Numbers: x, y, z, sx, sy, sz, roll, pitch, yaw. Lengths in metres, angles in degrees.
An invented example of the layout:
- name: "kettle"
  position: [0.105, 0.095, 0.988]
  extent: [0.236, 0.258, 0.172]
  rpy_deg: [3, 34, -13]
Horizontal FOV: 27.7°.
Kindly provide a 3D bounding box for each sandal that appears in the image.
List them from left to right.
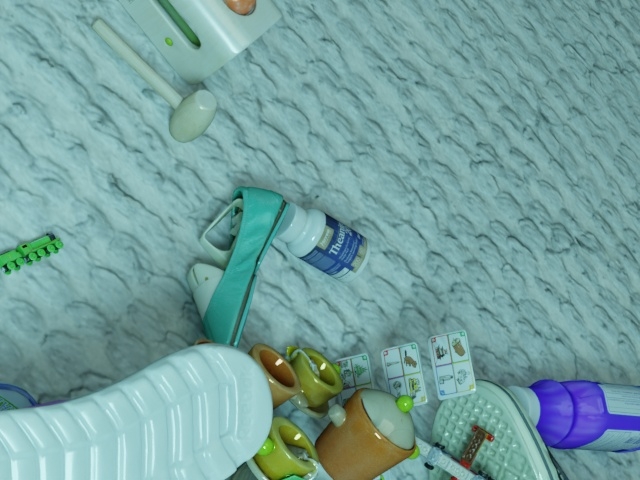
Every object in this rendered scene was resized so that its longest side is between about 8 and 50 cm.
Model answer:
- name: "sandal"
  position: [-0.234, 0.209, 1.141]
  extent: [0.416, 0.102, 0.169]
  rpy_deg: [-15, 96, -27]

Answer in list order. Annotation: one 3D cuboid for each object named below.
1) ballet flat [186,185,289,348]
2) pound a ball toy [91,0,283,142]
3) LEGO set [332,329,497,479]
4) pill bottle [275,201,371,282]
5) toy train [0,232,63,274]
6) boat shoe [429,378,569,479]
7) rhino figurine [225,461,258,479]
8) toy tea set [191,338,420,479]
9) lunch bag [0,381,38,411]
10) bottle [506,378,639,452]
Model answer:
- name: "ballet flat"
  position: [-0.110, 0.033, 1.534]
  extent: [0.087, 0.083, 0.247]
  rpy_deg: [21, 53, -5]
- name: "pound a ball toy"
  position: [-0.181, -0.307, 1.584]
  extent: [0.319, 0.136, 0.208]
  rpy_deg: [51, 45, -10]
- name: "LEGO set"
  position: [0.123, 0.247, 1.571]
  extent: [0.060, 0.183, 0.244]
  rpy_deg: [17, 59, -62]
- name: "pill bottle"
  position: [0.000, 0.000, 1.645]
  extent: [0.120, 0.067, 0.067]
  rpy_deg: [30, 52, -29]
- name: "toy train"
  position: [-0.311, 0.013, 1.391]
  extent: [0.083, 0.017, 0.023]
  rpy_deg: [-29, 80, -46]
- name: "boat shoe"
  position: [0.283, 0.400, 1.633]
  extent: [0.156, 0.187, 0.500]
  rpy_deg: [-28, 95, -51]
- name: "rhino figurine"
  position: [-0.058, 0.283, 1.449]
  extent: [0.243, 0.073, 0.106]
  rpy_deg: [35, 46, -26]
- name: "toy tea set"
  position: [-0.014, 0.171, 1.417]
  extent: [0.200, 0.124, 0.336]
  rpy_deg: [54, 20, 22]
- name: "lunch bag"
  position: [-0.357, 0.268, 1.156]
  extent: [0.243, 0.115, 0.303]
  rpy_deg: [1, 70, -40]
- name: "bottle"
  position: [0.361, 0.244, 1.819]
  extent: [0.283, 0.118, 0.092]
  rpy_deg: [10, 64, -38]
